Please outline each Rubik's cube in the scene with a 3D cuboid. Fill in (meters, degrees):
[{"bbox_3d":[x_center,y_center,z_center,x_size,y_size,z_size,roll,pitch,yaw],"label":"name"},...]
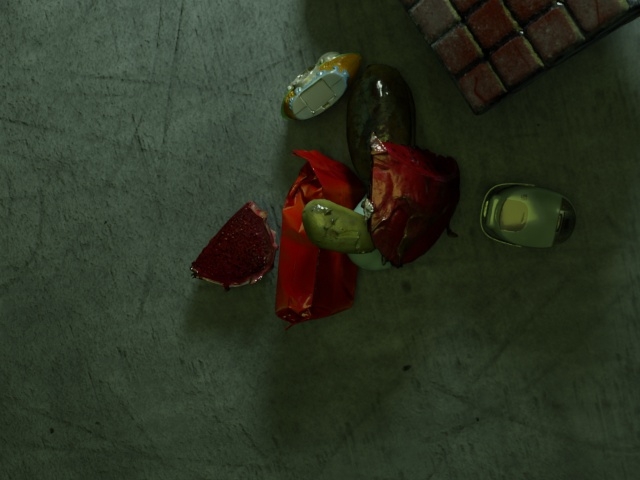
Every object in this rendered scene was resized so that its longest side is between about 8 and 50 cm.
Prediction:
[{"bbox_3d":[0.399,-0.493,1.249,0.344,0.337,0.344,-30,91,43],"label":"Rubik's cube"}]

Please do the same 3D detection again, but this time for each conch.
[{"bbox_3d":[0.149,-0.032,1.520,0.121,0.185,0.221,19,81,37],"label":"conch"}]

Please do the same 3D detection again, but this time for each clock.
[{"bbox_3d":[-0.001,-0.361,1.515,0.231,0.144,0.103,-33,117,16],"label":"clock"}]

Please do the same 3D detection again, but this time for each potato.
[{"bbox_3d":[0.047,-0.025,1.400,0.188,0.085,0.105,15,115,-10],"label":"potato"}]

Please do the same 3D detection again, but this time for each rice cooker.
[{"bbox_3d":[0.469,-0.057,1.473,0.207,0.127,0.145,11,101,14],"label":"rice cooker"}]

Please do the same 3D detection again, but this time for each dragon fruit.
[{"bbox_3d":[0.219,-0.072,1.410,0.100,0.344,0.281,14,99,41],"label":"dragon fruit"},{"bbox_3d":[-0.191,0.023,1.639,0.161,0.126,0.274,43,115,-8],"label":"dragon fruit"}]

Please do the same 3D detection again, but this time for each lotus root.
[{"bbox_3d":[0.133,-0.268,1.477,0.160,0.152,0.274,-6,79,33],"label":"lotus root"}]

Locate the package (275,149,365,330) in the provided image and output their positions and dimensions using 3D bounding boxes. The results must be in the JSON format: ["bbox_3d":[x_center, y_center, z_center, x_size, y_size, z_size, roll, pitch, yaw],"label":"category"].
[{"bbox_3d":[-0.001,0.001,1.545,0.123,0.196,0.423,11,101,32],"label":"package"}]
